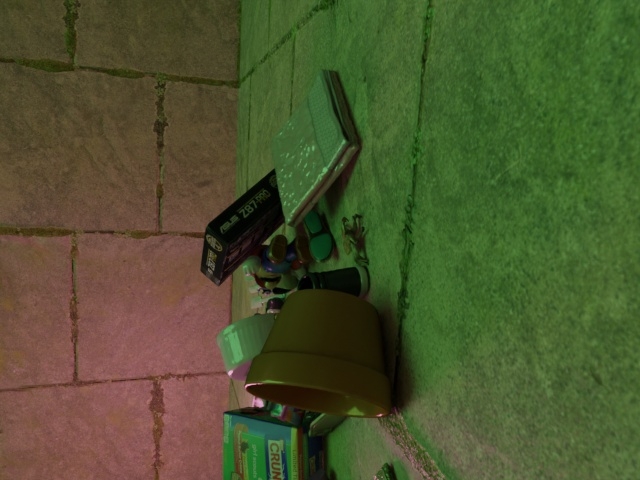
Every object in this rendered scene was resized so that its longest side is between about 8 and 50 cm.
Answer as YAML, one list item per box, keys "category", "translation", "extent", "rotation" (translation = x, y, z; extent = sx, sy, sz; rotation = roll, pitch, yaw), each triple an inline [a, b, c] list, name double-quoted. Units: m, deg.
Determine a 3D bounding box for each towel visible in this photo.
- category: "towel"
  translation: [0.134, 0.527, 0.953]
  extent: [0.148, 0.027, 0.110]
  rotation: [-109, 25, -47]
- category: "towel"
  translation: [-0.033, -0.253, 1.315]
  extent: [0.317, 0.053, 0.331]
  rotation: [-48, 40, 37]

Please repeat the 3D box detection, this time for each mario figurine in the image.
- category: "mario figurine"
  translation: [-0.132, 0.089, 1.492]
  extent: [0.170, 0.198, 0.320]
  rotation: [-58, 10, -24]

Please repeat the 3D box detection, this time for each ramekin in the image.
- category: "ramekin"
  translation: [-0.203, 0.367, 1.646]
  extent: [0.277, 0.277, 0.135]
  rotation: [114, 144, -52]

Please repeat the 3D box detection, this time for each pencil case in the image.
- category: "pencil case"
  translation: [-0.063, 0.392, 1.367]
  extent: [0.104, 0.104, 0.236]
  rotation: [-177, 104, -73]

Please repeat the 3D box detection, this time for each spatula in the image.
- category: "spatula"
  translation: [-0.228, 0.177, 1.955]
  extent: [0.242, 0.019, 0.168]
  rotation: [-20, 75, 46]

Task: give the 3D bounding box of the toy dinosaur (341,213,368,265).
- category: "toy dinosaur"
  translation: [0.065, -0.015, 1.148]
  extent: [0.183, 0.053, 0.092]
  rotation: [-114, 28, -52]

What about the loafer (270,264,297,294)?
- category: "loafer"
  translation: [-0.154, 0.151, 1.760]
  extent: [0.268, 0.102, 0.092]
  rotation: [146, 120, -66]

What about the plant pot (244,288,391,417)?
- category: "plant pot"
  translation: [0.009, 0.228, 0.995]
  extent: [0.291, 0.291, 0.203]
  rotation: [126, 157, -62]

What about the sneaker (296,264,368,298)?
- category: "sneaker"
  translation: [0.001, 0.148, 1.193]
  extent: [0.295, 0.147, 0.104]
  rotation: [115, 148, -56]

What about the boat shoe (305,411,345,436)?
- category: "boat shoe"
  translation: [0.005, 0.454, 1.275]
  extent: [0.233, 0.084, 0.079]
  rotation: [112, 152, -56]

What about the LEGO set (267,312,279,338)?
- category: "LEGO set"
  translation: [-0.076, 0.310, 1.422]
  extent: [0.060, 0.182, 0.244]
  rotation: [6, 107, 35]

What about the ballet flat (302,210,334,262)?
- category: "ballet flat"
  translation: [0.000, 0.000, 1.365]
  extent: [0.206, 0.073, 0.067]
  rotation: [-104, -5, -45]

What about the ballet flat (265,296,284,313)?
- category: "ballet flat"
  translation: [-0.177, 0.272, 1.890]
  extent: [0.203, 0.074, 0.074]
  rotation: [120, 146, -69]

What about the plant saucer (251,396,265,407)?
- category: "plant saucer"
  translation: [-0.188, 0.765, 1.853]
  extent: [0.400, 0.101, 0.400]
  rotation: [180, 90, -72]

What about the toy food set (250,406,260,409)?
- category: "toy food set"
  translation: [-0.272, 0.732, 1.781]
  extent: [0.111, 0.105, 0.232]
  rotation: [137, 131, -66]

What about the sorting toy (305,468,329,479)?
- category: "sorting toy"
  translation: [0.049, 0.680, 1.157]
  extent: [0.126, 0.127, 0.365]
  rotation: [61, 166, -5]

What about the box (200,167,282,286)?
- category: "box"
  translation: [-0.204, -0.064, 1.544]
  extent: [0.097, 0.395, 0.318]
  rotation: [39, 150, 7]

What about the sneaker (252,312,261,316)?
- category: "sneaker"
  translation: [-0.260, 0.402, 2.191]
  extent: [0.071, 0.068, 0.169]
  rotation: [-45, 54, 45]

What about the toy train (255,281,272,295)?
- category: "toy train"
  translation: [-0.234, 0.146, 2.067]
  extent: [0.184, 0.080, 0.105]
  rotation: [-109, 34, -46]

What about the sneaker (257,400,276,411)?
- category: "sneaker"
  translation: [-0.149, 0.603, 1.603]
  extent: [0.112, 0.131, 0.319]
  rotation: [119, 149, -52]

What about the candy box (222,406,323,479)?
- category: "candy box"
  translation: [-0.147, 0.658, 1.453]
  extent: [0.317, 0.122, 0.268]
  rotation: [-6, 82, 37]
